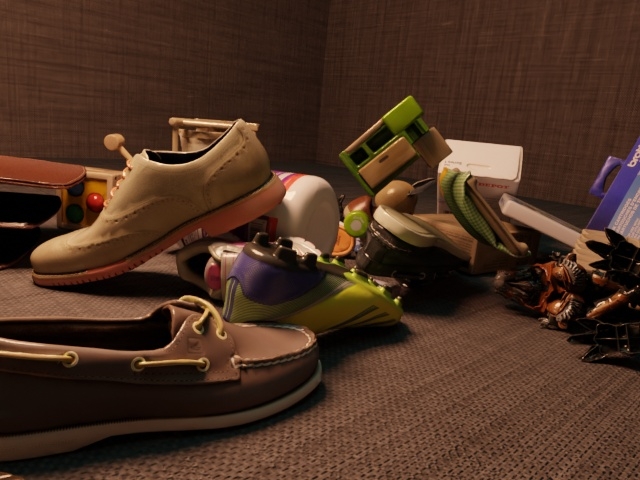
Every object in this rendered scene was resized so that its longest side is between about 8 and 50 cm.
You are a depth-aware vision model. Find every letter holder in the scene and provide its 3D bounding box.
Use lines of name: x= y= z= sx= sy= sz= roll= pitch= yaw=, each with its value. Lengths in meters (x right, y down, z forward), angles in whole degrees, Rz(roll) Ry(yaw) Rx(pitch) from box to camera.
letter holder: x=-0.536 y=-0.058 z=0.947 sx=0.214 sy=0.152 sz=0.302 roll=3 pitch=12 yaw=-19

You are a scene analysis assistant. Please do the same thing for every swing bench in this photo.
swing bench: x=-0.249 y=-0.158 z=1.278 sx=0.165 sy=0.253 sz=0.254 roll=5 pitch=12 yaw=0

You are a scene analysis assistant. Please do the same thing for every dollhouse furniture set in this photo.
dollhouse furniture set: x=0.176 y=-0.068 z=0.886 sx=0.151 sy=0.301 sz=0.197 roll=-38 pitch=4 yaw=12

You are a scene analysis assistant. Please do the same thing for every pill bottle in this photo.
pill bottle: x=-0.140 y=-0.043 z=0.960 sx=0.323 sy=0.181 sz=0.181 roll=12 pitch=14 yaw=27

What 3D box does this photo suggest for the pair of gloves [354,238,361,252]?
pair of gloves: x=0.000 y=0.000 z=1.202 sx=0.198 sy=0.023 sz=0.159 roll=9 pitch=11 yaw=15

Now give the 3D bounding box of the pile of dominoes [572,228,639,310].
pile of dominoes: x=0.547 y=0.050 z=0.943 sx=0.196 sy=0.040 sz=0.251 roll=19 pitch=26 yaw=25

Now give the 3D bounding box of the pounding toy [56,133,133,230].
pounding toy: x=-0.458 y=-0.123 z=1.136 sx=0.181 sy=0.206 sz=0.094 roll=7 pitch=13 yaw=7

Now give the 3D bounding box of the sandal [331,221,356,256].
sandal: x=-0.060 y=-0.020 z=1.077 sx=0.265 sy=0.102 sz=0.076 roll=8 pitch=10 yaw=5

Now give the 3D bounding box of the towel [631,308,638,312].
towel: x=0.535 y=0.109 z=0.905 sx=0.119 sy=0.029 sz=0.067 roll=13 pitch=16 yaw=37

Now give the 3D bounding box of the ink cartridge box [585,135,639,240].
ink cartridge box: x=0.754 y=-0.070 z=1.102 sx=0.151 sy=0.270 sz=0.395 roll=18 pitch=14 yaw=-25

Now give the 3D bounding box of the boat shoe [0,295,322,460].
boat shoe: x=-0.139 y=0.104 z=0.478 sx=0.324 sy=0.096 sz=0.116 roll=-1 pitch=14 yaw=-28

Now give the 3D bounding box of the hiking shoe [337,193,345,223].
hiking shoe: x=-0.040 y=-0.087 z=1.364 sx=0.227 sy=0.114 sz=0.086 roll=10 pitch=12 yaw=20

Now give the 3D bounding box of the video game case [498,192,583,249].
video game case: x=0.556 y=-0.012 z=1.188 sx=0.329 sy=0.036 sz=0.300 roll=29 pitch=15 yaw=11

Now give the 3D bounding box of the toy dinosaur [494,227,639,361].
toy dinosaur: x=0.420 y=0.075 z=0.769 sx=0.322 sy=0.164 sz=0.218 roll=-13 pitch=-11 yaw=20

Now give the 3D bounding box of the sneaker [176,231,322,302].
sneaker: x=-0.107 y=0.049 z=0.778 sx=0.252 sy=0.103 sz=0.111 roll=5 pitch=14 yaw=29

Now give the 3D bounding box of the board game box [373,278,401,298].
board game box: x=0.070 y=0.080 z=0.862 sx=0.090 sy=0.020 sz=0.090 roll=13 pitch=15 yaw=32

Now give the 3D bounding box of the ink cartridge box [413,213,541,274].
ink cartridge box: x=0.332 y=0.001 z=1.173 sx=0.235 sy=0.088 sz=0.193 roll=-3 pitch=15 yaw=-37

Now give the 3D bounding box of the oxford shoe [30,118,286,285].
oxford shoe: x=-0.258 y=-0.056 z=0.788 sx=0.397 sy=0.146 sz=0.140 roll=-23 pitch=24 yaw=0

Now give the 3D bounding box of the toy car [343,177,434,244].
toy car: x=0.155 y=-0.058 z=1.062 sx=0.149 sy=0.188 sz=0.155 roll=50 pitch=15 yaw=-4

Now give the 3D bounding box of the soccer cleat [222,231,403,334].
soccer cleat: x=-0.003 y=0.079 z=0.665 sx=0.289 sy=0.121 sz=0.093 roll=22 pitch=5 yaw=-46

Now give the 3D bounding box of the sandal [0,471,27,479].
sandal: x=-0.156 y=0.172 z=0.276 sx=0.219 sy=0.060 sz=0.090 roll=-5 pitch=1 yaw=25

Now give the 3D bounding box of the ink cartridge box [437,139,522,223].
ink cartridge box: x=0.430 y=-0.141 z=1.470 sx=0.201 sy=0.117 sz=0.278 roll=9 pitch=-27 yaw=16

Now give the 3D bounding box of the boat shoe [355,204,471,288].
boat shoe: x=0.160 y=0.028 z=0.914 sx=0.127 sy=0.113 sz=0.340 roll=39 pitch=13 yaw=23
